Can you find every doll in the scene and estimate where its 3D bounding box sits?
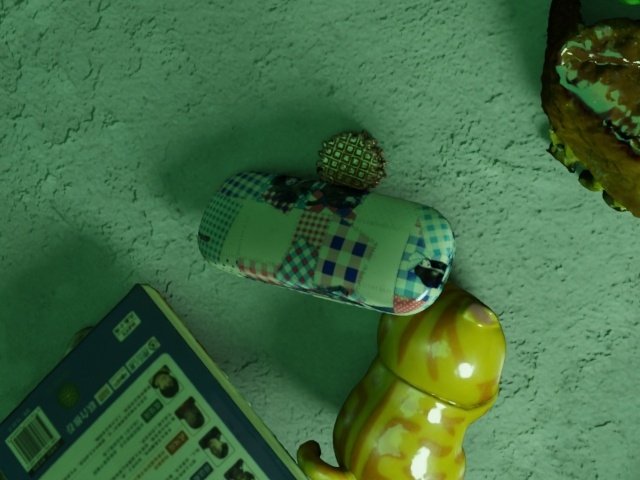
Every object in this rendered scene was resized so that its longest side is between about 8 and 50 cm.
[{"bbox_3d":[0.112,0.171,1.473,0.166,0.162,0.270,31,99,34],"label":"doll"}]

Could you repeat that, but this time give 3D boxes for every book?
[{"bbox_3d":[-0.182,0.301,1.521,0.300,0.039,0.428,-44,71,11],"label":"book"}]

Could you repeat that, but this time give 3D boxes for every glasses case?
[{"bbox_3d":[0.000,0.000,1.465,0.327,0.076,0.125,12,74,34],"label":"glasses case"}]

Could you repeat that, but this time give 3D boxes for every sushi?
[{"bbox_3d":[0.323,-0.134,1.354,0.296,0.179,0.167,39,93,3],"label":"sushi"}]

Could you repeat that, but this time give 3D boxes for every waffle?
[{"bbox_3d":[0.036,-0.089,1.507,0.083,0.029,0.075,-18,99,16],"label":"waffle"}]

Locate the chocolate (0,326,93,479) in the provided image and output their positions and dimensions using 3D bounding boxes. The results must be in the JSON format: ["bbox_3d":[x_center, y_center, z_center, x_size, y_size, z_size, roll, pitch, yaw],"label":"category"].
[{"bbox_3d":[-0.309,0.271,1.658,0.185,0.100,0.303,35,106,10],"label":"chocolate"}]

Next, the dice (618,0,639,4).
[{"bbox_3d":[0.304,-0.414,1.207,0.297,0.287,0.300,-42,94,12],"label":"dice"}]
